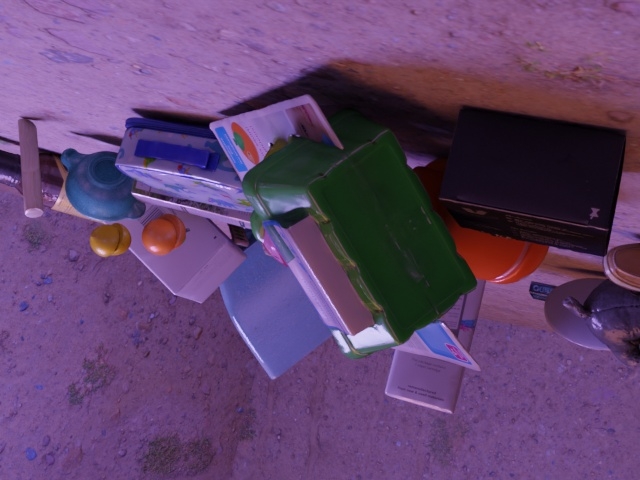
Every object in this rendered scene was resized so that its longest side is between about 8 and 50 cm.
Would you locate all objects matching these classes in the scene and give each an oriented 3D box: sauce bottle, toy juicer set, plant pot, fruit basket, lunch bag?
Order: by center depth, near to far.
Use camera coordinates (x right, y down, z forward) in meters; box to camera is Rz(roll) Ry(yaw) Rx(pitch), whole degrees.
[{"bbox_3d":[0.000,0.000,1.040,0.327,0.165,0.353,59,156,-14],"label":"fruit basket"},{"bbox_3d":[-0.158,-0.104,1.289,0.218,0.090,0.176,11,174,24],"label":"lunch bag"},{"bbox_3d":[-0.362,-0.063,1.540,0.328,0.209,0.089,15,146,-8],"label":"toy juicer set"},{"bbox_3d":[-0.524,-0.113,1.912,0.344,0.112,0.111,17,173,-30],"label":"sauce bottle"},{"bbox_3d":[-0.094,0.091,2.008,0.252,0.247,0.248,52,-177,-18],"label":"plant pot"}]

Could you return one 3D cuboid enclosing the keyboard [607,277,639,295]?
[{"bbox_3d":[0.524,0.052,1.375,0.192,0.038,0.100,11,-145,17],"label":"keyboard"}]

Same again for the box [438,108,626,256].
[{"bbox_3d":[0.211,-0.053,0.918,0.155,0.093,0.158,12,175,18],"label":"box"}]

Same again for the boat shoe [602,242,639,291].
[{"bbox_3d":[0.481,0.033,1.282,0.189,0.068,0.072,4,164,-18],"label":"boat shoe"}]

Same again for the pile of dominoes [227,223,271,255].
[{"bbox_3d":[-0.079,-0.016,1.807,0.195,0.040,0.251,16,-167,-14],"label":"pile of dominoes"}]

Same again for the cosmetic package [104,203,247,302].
[{"bbox_3d":[-0.272,-0.013,1.725,0.224,0.138,0.225,44,179,9],"label":"cosmetic package"}]

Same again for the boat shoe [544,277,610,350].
[{"bbox_3d":[0.597,0.137,1.683,0.367,0.136,0.156,-3,168,35],"label":"boat shoe"}]

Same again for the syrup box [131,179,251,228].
[{"bbox_3d":[-0.166,-0.083,1.469,0.236,0.093,0.096,14,173,-2],"label":"syrup box"}]

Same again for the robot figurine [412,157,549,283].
[{"bbox_3d":[0.183,-0.020,1.113,0.219,0.158,0.128,17,-143,-26],"label":"robot figurine"}]

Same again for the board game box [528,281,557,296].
[{"bbox_3d":[0.562,0.130,2.087,0.186,0.026,0.126,12,173,18],"label":"board game box"}]

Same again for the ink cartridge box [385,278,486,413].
[{"bbox_3d":[0.215,0.146,1.703,0.131,0.306,0.226,13,173,8],"label":"ink cartridge box"}]

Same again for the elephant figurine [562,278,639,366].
[{"bbox_3d":[0.552,0.106,1.477,0.239,0.186,0.169,-16,109,56],"label":"elephant figurine"}]
